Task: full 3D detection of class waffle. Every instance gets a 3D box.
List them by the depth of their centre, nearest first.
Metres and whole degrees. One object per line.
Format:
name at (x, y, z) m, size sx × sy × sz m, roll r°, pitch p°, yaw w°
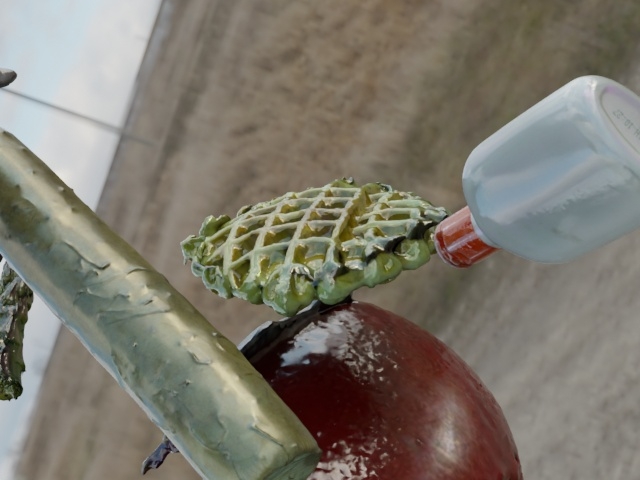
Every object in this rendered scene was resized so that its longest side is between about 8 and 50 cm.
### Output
waffle at (0.000, 0.000, 1.146) m, size 0.208 × 0.214 × 0.054 m, roll 17°, pitch 122°, yaw 57°

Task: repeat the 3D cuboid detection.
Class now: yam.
yam at (-0.142, 0.045, 1.004) m, size 0.083 × 0.371 × 0.083 m, roll -34°, pitch -30°, yaw -23°

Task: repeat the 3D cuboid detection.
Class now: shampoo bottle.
shampoo bottle at (0.151, -0.032, 0.969) m, size 0.051 × 0.108 × 0.221 m, roll -52°, pitch 9°, yaw -32°

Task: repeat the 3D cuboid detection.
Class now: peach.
peach at (0.004, 0.247, 1.273) m, size 0.339 × 0.353 × 0.416 m, roll 111°, pitch 160°, yaw -51°

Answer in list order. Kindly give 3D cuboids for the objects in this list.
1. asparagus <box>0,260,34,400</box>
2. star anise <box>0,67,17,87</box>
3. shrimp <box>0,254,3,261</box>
asparagus at (-0.263, 0.064, 1.216) m, size 0.030 × 0.036 × 0.165 m, roll 84°, pitch -175°, yaw -48°
star anise at (-0.297, -0.101, 0.973) m, size 0.063 × 0.172 × 0.208 m, roll 22°, pitch -92°, yaw -76°
shrimp at (-0.457, -0.058, 1.192) m, size 0.166 × 0.411 × 0.221 m, roll 56°, pitch -137°, yaw -58°
